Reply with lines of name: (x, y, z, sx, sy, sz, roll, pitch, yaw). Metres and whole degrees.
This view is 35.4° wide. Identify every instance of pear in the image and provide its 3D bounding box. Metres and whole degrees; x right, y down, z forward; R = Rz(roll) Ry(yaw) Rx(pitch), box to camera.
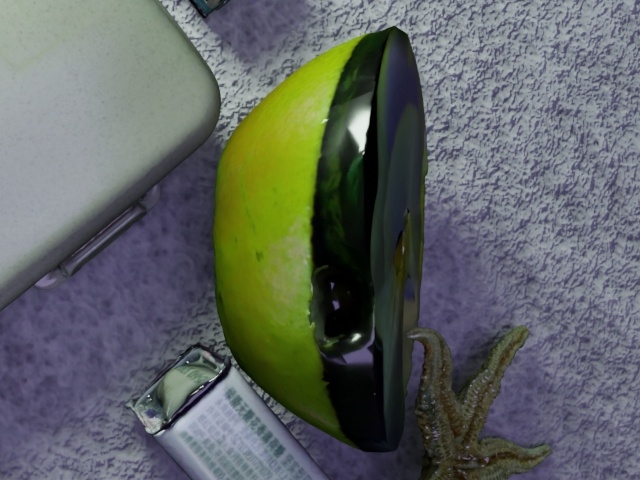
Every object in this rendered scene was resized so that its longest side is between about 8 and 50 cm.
pear: (-0.002, 0.000, 0.961, 0.165, 0.399, 0.398, 1, 89, 13)

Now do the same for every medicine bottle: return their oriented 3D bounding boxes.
medicine bottle: (-0.291, -0.103, 0.948, 0.375, 0.123, 0.282, -42, 104, -15)

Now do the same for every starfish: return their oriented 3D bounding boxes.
starfish: (0.160, 0.245, 1.056, 0.358, 0.078, 0.347, 27, 59, -54)

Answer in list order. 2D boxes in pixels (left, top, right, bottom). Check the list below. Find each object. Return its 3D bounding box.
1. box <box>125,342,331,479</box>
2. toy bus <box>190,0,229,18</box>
box: (-0.035, 0.270, 1.000, 0.112, 0.190, 0.369, -43, 101, -14)
toy bus: (-0.086, -0.294, 1.043, 0.123, 0.075, 0.060, -41, 102, -14)
